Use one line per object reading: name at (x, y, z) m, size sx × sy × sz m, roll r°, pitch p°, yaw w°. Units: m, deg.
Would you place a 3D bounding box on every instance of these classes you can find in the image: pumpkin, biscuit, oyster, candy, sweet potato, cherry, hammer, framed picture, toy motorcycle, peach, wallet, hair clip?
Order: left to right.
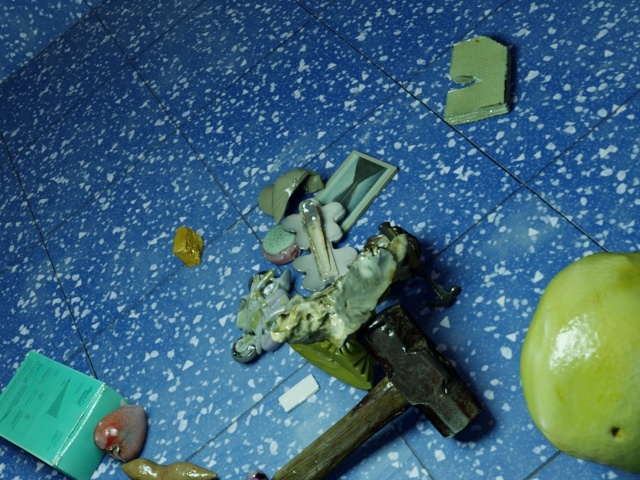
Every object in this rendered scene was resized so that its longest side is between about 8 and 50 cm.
cherry at (-0.415, 0.407, 1.915) m, size 0.087 × 0.106 × 0.126 m, roll -34°, pitch 2°, yaw 37°
sweet potato at (-0.298, 0.466, 1.809) m, size 0.219 × 0.065 × 0.051 m, roll -1°, pitch 32°, yaw 21°
pumpkin at (-0.321, 0.014, 2.194) m, size 0.054 × 0.074 × 0.083 m, roll -16°, pitch 48°, yaw 25°
toy motorcycle at (-0.105, 0.155, 1.928) m, size 0.152 × 0.073 × 0.225 m, roll -7°, pitch 53°, yaw 29°
candy at (-0.084, 0.007, 2.060) m, size 0.103 × 0.043 × 0.103 m, roll -18°, pitch 48°, yaw 21°
wallet at (-0.042, 0.302, 1.804) m, size 0.083 × 0.011 × 0.044 m, roll -37°, pitch 43°, yaw 1°
hair clip at (0.001, 0.005, 1.971) m, size 0.146 × 0.075 × 0.257 m, roll -15°, pitch 61°, yaw -3°
oyster at (0.043, 0.102, 1.594) m, size 0.166 × 0.110 × 0.341 m, roll -33°, pitch 5°, yaw 37°
framed picture at (0.065, -0.109, 2.076) m, size 0.203 × 0.015 × 0.150 m, roll -50°, pitch 44°, yaw -11°
hammer at (0.065, 0.323, 1.614) m, size 0.409 × 0.242 × 0.095 m, roll -43°, pitch -3°, yaw 17°
hammer at (0.179, 0.046, 1.748) m, size 0.078 × 0.201 × 0.021 m, roll -41°, pitch 0°, yaw -32°
biscuit at (0.358, -0.369, 2.070) m, size 0.147 × 0.046 × 0.249 m, roll -13°, pitch 50°, yaw 28°
peach at (0.446, 0.175, 1.365) m, size 0.282 × 0.314 × 0.315 m, roll -1°, pitch 94°, yaw 51°

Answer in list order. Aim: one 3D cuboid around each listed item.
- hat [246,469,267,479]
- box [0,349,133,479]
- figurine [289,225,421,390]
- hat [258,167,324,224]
hat at (-0.189, 0.507, 1.683) m, size 0.227 × 0.129 × 0.140 m, roll -32°, pitch 82°, yaw -17°
box at (-0.585, 0.388, 2.028) m, size 0.311 × 0.118 × 0.205 m, roll 11°, pitch 64°, yaw 41°
figurine at (0.090, 0.105, 1.764) m, size 0.187 × 0.168 × 0.315 m, roll 20°, pitch 65°, yaw 31°
hat at (-0.094, -0.118, 2.114) m, size 0.147 × 0.085 × 0.175 m, roll -43°, pitch 30°, yaw -22°
